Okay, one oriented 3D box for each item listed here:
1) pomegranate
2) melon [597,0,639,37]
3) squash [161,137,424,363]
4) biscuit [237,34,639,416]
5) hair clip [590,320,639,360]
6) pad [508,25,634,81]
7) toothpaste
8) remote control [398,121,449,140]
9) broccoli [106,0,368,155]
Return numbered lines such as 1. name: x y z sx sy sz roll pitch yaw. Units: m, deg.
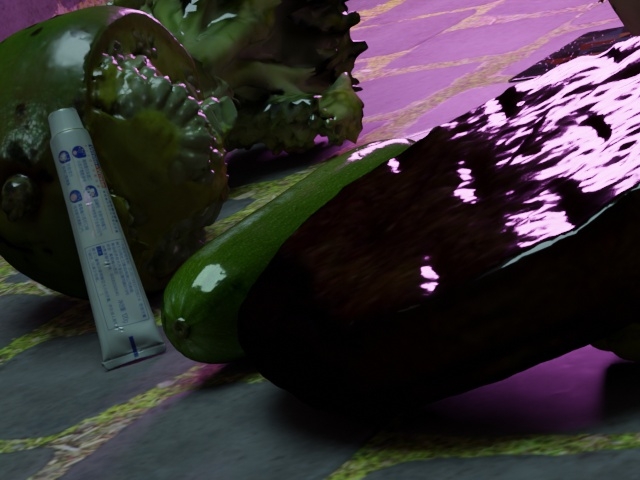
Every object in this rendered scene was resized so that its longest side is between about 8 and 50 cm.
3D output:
1. pomegranate: -0.189 -0.082 1.780 0.260 0.260 0.340 -12 6 16
2. melon: 0.430 -0.299 2.000 0.317 0.223 0.223 -14 14 9
3. squash: 0.000 0.000 1.560 0.101 0.101 0.378 -5 21 37
4. biscuit: 0.135 -0.013 1.328 0.407 0.091 0.407 -29 15 8
5. hair clip: 0.222 0.047 1.225 0.072 0.046 0.173 -31 15 -24
6. pad: 0.322 -0.221 2.277 0.143 0.003 0.211 -6 17 36
7. toothpaste: -0.178 -0.005 1.581 0.052 0.218 0.033 -16 -17 -8
8. remote control: 0.187 -0.093 1.814 0.277 0.055 0.103 -18 14 -13
9. broccoli: -0.131 -0.208 2.127 0.348 0.293 0.281 -16 16 6
